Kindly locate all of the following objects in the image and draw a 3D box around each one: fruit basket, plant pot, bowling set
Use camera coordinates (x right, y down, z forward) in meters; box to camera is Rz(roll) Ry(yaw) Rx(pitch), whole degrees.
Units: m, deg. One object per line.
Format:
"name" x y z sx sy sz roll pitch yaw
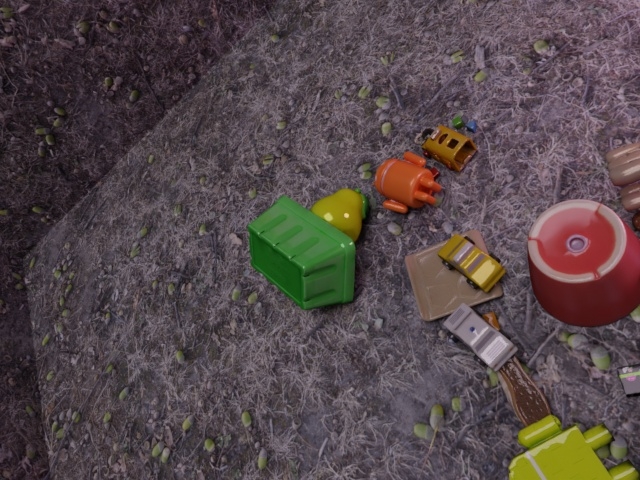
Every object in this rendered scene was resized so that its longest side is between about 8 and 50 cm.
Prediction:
"fruit basket" 0.000 0.000 1.672 0.392 0.283 0.392 0 35 0
"plant pot" 0.603 0.042 1.213 0.275 0.243 0.275 -14 63 28
"bowling set" 0.789 -0.136 1.241 0.154 0.287 0.200 -23 101 32

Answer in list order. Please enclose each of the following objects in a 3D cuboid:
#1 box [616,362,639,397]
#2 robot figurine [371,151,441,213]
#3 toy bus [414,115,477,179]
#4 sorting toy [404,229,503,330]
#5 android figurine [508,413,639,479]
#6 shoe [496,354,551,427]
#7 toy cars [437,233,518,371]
"box" 0.702 0.303 1.150 0.083 0.052 0.062 -20 59 24
"robot figurine" 0.256 -0.175 1.615 0.128 0.158 0.219 -32 43 -33
"toy bus" 0.371 -0.299 1.610 0.202 0.104 0.191 -15 61 27
"sorting toy" 0.377 0.140 1.453 0.229 0.041 0.307 -22 58 19
"android figurine" 0.528 0.515 1.138 0.273 0.056 0.248 -37 66 12
"shoe" 0.484 0.363 1.271 0.076 0.058 0.219 -21 61 1
"toy cars" 0.386 0.137 1.351 0.176 0.087 0.393 -15 56 28
